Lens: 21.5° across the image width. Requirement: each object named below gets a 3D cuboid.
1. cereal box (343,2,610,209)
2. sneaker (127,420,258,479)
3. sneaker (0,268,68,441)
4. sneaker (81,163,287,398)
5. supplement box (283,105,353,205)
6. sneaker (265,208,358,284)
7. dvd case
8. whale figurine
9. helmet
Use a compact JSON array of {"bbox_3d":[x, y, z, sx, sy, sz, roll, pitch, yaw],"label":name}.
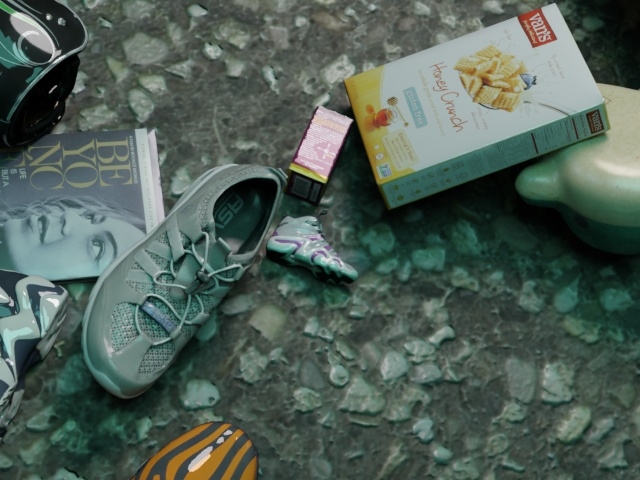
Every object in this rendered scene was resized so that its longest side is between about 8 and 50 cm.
[{"bbox_3d":[0.157,-0.140,1.726,0.240,0.047,0.173,-21,45,4],"label":"cereal box"},{"bbox_3d":[-0.156,0.271,1.473,0.124,0.180,0.321,35,64,8],"label":"sneaker"},{"bbox_3d":[-0.350,0.112,1.569,0.153,0.094,0.235,23,63,4],"label":"sneaker"},{"bbox_3d":[-0.130,0.024,1.618,0.105,0.115,0.281,40,62,-18],"label":"sneaker"},{"bbox_3d":[-0.003,-0.087,1.743,0.043,0.055,0.083,22,64,2],"label":"supplement box"},{"bbox_3d":[0.000,0.000,1.709,0.098,0.038,0.069,22,64,2],"label":"sneaker"},{"bbox_3d":[-0.267,-0.033,1.695,0.221,0.018,0.164,-4,65,-11],"label":"dvd case"},{"bbox_3d":[0.284,-0.086,1.764,0.216,0.141,0.272,-35,50,-26],"label":"whale figurine"},{"bbox_3d":[-0.327,-0.189,1.685,0.161,0.169,0.169,40,65,10],"label":"helmet"}]
